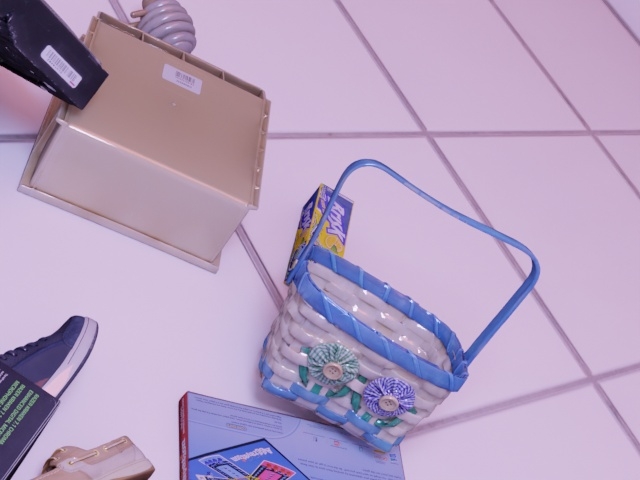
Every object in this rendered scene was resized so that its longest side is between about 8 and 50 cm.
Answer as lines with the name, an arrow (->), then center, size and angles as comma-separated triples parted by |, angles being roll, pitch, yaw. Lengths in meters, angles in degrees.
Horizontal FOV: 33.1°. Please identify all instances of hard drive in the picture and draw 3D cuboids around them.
hard drive -> -0.414, -0.283, 1.197 | 0.339, 0.064, 0.237 | 28, -12, 32

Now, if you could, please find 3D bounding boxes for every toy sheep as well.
toy sheep -> -0.223, -0.299, 1.557 | 0.091, 0.091, 0.132 | -12, 74, -46

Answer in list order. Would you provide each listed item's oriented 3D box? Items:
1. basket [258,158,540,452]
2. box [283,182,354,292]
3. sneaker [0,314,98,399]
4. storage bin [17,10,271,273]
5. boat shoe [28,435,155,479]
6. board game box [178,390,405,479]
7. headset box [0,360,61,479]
basket -> 0.080, 0.080, 1.239 | 0.255, 0.289, 0.201 | 28, 11, -9
box -> 0.000, 0.000, 1.460 | 0.059, 0.054, 0.169 | 29, 38, -13
sneaker -> -0.325, 0.115, 1.048 | 0.163, 0.086, 0.226 | 37, 38, -7
storage bin -> -0.210, -0.134, 1.367 | 0.262, 0.123, 0.260 | 24, 40, -18
boat shoe -> -0.238, 0.226, 1.033 | 0.170, 0.063, 0.059 | -3, 51, -53
board game box -> -0.024, 0.262, 1.196 | 0.281, 0.027, 0.145 | 18, 41, -25
headset box -> -0.372, 0.161, 0.833 | 0.283, 0.246, 0.131 | 36, 37, -6
